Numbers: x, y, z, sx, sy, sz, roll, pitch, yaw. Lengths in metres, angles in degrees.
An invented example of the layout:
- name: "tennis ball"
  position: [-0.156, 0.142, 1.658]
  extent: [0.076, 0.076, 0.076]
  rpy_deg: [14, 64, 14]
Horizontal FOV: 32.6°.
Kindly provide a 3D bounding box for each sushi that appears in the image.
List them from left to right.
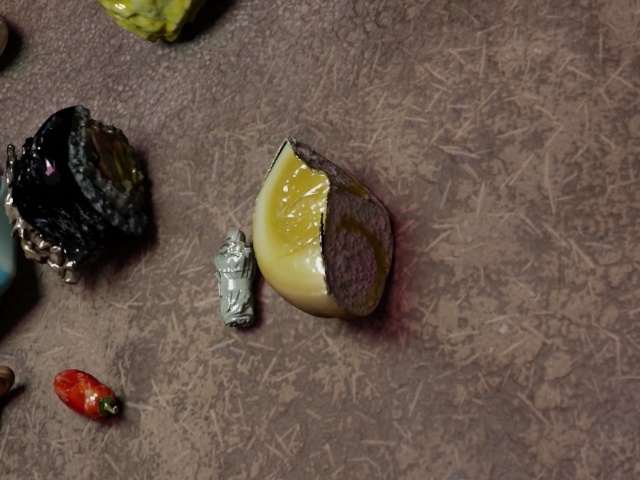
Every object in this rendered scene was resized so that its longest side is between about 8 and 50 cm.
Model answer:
- name: "sushi"
  position: [-0.397, -0.072, 1.688]
  extent: [0.219, 0.225, 0.238]
  rpy_deg: [-24, 26, 31]

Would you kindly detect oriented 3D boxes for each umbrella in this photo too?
- name: "umbrella"
  position: [-0.120, 0.053, 1.555]
  extent: [0.067, 0.062, 0.143]
  rpy_deg: [-27, 59, 57]

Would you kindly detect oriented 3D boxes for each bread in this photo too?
- name: "bread"
  position: [-0.006, -0.009, 1.465]
  extent: [0.156, 0.158, 0.260]
  rpy_deg: [-15, 62, 37]

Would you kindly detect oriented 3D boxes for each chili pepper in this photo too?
- name: "chili pepper"
  position: [-0.347, 0.230, 1.624]
  extent: [0.191, 0.050, 0.059]
  rpy_deg: [18, 82, 48]

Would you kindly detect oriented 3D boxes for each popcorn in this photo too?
- name: "popcorn"
  position: [-0.278, -0.446, 1.775]
  extent: [0.266, 0.192, 0.233]
  rpy_deg: [158, 115, -66]

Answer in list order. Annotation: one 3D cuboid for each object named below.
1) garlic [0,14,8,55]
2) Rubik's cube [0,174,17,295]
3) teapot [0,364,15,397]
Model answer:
- name: "garlic"
  position: [-0.676, -0.376, 2.007]
  extent: [0.338, 0.196, 0.151]
  rpy_deg: [22, 96, 28]
- name: "Rubik's cube"
  position: [-0.723, -0.013, 1.737]
  extent: [0.352, 0.351, 0.347]
  rpy_deg: [-41, 39, 12]
- name: "teapot"
  position: [-0.586, 0.262, 1.705]
  extent: [0.252, 0.135, 0.178]
  rpy_deg: [-33, 60, 17]
